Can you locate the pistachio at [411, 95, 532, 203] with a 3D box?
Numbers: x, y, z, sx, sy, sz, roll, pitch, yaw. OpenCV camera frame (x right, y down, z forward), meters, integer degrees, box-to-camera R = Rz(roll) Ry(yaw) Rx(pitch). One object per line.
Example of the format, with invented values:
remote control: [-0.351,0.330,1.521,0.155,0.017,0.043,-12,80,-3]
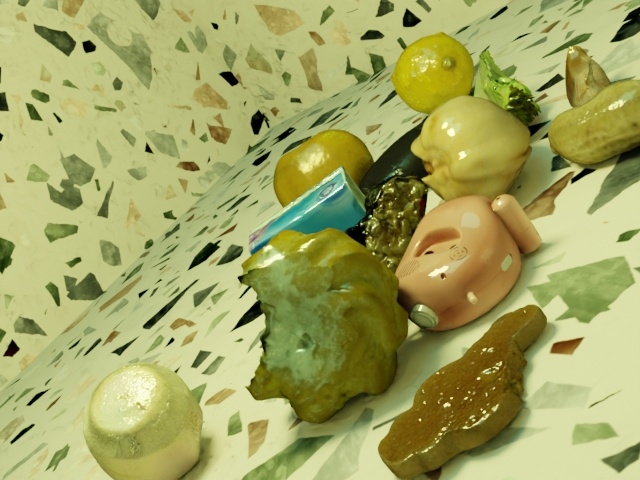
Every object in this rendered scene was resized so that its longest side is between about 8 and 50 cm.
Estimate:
pistachio: [0.304,-0.181,1.731,0.237,0.229,0.321,-7,15,10]

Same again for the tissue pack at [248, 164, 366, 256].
tissue pack: [0.000,0.000,1.887,0.263,0.198,0.146,-34,19,11]

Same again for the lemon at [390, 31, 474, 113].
lemon: [0.329,-0.481,2.497,0.233,0.233,0.288,-39,10,-9]

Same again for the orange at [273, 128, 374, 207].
orange: [0.014,-0.161,2.252,0.279,0.235,0.279,-30,6,4]

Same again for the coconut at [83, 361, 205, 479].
coconut: [-0.317,0.344,1.579,0.224,0.234,0.224,-11,49,13]

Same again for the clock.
clock: [0.216,0.043,1.434,0.227,0.142,0.241,-16,30,51]

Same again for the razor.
razor: [0.247,-0.216,2.142,0.327,0.107,0.189,-43,18,-21]

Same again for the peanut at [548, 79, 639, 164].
peanut: [0.516,-0.209,1.553,0.253,0.122,0.137,-27,18,46]

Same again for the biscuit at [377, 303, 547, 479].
biscuit: [0.209,0.203,1.167,0.183,0.047,0.320,-12,29,50]

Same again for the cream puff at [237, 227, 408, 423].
cream puff: [0.020,0.123,1.415,0.274,0.323,0.270,7,16,20]

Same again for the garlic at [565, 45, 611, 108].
garlic: [0.556,-0.332,1.787,0.090,0.129,0.198,-14,20,16]

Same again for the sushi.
sushi: [0.132,-0.034,1.707,0.115,0.147,0.213,164,127,-82]

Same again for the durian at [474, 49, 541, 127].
durian: [0.408,-0.319,1.984,0.157,0.169,0.355,-30,20,11]
